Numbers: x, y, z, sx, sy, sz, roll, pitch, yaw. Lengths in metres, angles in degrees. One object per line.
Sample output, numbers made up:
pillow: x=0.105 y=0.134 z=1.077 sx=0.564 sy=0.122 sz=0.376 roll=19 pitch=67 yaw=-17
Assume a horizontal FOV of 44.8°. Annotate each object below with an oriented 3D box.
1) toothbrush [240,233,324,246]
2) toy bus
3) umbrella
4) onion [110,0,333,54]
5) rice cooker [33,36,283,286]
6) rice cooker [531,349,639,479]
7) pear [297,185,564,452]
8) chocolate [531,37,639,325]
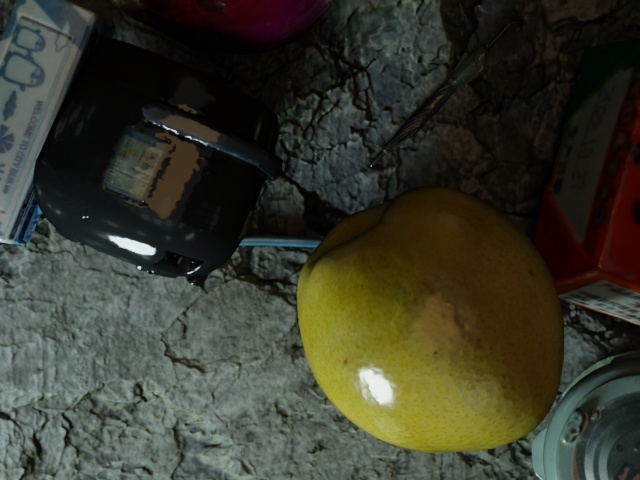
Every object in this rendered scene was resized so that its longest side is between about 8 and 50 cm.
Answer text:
toothbrush: x=0.000 y=0.000 z=1.021 sx=0.276 sy=0.019 sz=0.025 roll=3 pitch=89 yaw=-6
toy bus: x=-0.346 y=-0.142 z=0.918 sx=0.106 sy=0.131 sz=0.297 roll=22 pitch=91 yaw=-7
umbrella: x=0.161 y=-0.194 z=1.022 sx=0.269 sy=0.044 sz=0.044 roll=-43 pitch=123 yaw=8
onion: x=-0.093 y=-0.397 z=0.823 sx=0.348 sy=0.348 sz=0.385 roll=39 pitch=92 yaw=-7
rice cooker: x=-0.178 y=-0.083 z=0.882 sx=0.267 sy=0.267 sz=0.224 roll=22 pitch=90 yaw=-7
rice cooker: x=0.413 y=0.266 z=0.956 sx=0.317 sy=0.316 sz=0.264 roll=-3 pitch=79 yaw=-6
pear: x=0.124 y=0.094 z=0.903 sx=0.314 sy=0.314 sz=0.314 roll=0 pitch=94 yaw=-6
chocolate: x=0.482 y=-0.051 z=0.982 sx=0.360 sy=0.161 sz=0.341 roll=18 pitch=83 yaw=-6
